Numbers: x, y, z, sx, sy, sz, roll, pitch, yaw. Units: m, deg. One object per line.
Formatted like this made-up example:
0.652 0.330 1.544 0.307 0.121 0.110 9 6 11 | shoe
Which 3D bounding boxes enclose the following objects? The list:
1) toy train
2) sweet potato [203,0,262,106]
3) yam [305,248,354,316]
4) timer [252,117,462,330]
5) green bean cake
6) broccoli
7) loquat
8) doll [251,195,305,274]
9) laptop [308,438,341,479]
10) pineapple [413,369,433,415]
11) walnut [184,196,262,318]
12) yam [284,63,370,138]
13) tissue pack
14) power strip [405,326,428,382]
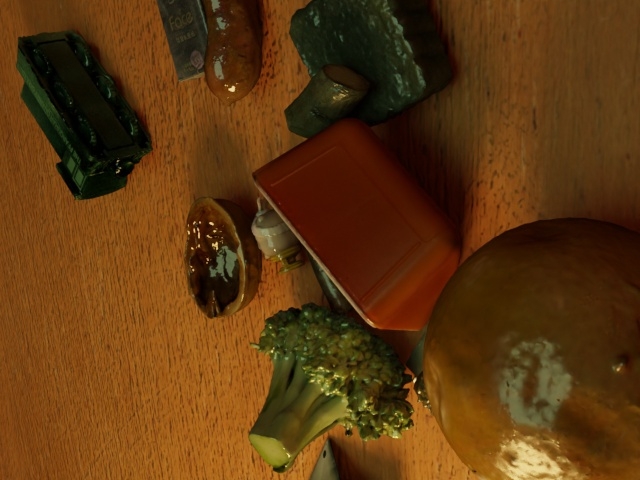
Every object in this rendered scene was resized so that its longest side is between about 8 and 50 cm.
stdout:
-0.447 -0.226 1.712 0.330 0.139 0.178 54 138 17 | toy train
-0.138 -0.348 1.399 0.097 0.097 0.291 -5 91 45 | sweet potato
0.000 0.000 1.408 0.057 0.057 0.241 -24 85 46 | yam
0.061 -0.007 1.244 0.257 0.161 0.250 51 176 17 | timer
0.067 -0.247 1.222 0.183 0.094 0.184 -23 88 47 | green bean cake
-0.001 0.235 1.356 0.263 0.243 0.247 33 139 14 | broccoli
0.268 0.133 1.000 0.329 0.329 0.328 17 116 40 | loquat
-0.075 -0.010 1.462 0.084 0.073 0.127 -23 91 50 | doll
0.012 0.475 1.487 0.269 0.015 0.187 -108 31 -52 | laptop
0.240 0.235 1.224 0.251 0.125 0.125 37 128 15 | pineapple
-0.147 0.024 1.534 0.167 0.087 0.211 25 119 44 | walnut
0.002 -0.173 1.210 0.146 0.070 0.069 -43 73 46 | yam
-0.201 -0.340 1.484 0.112 0.051 0.156 -8 99 47 | tissue pack
0.160 0.157 1.327 0.051 0.019 0.136 42 130 23 | power strip
